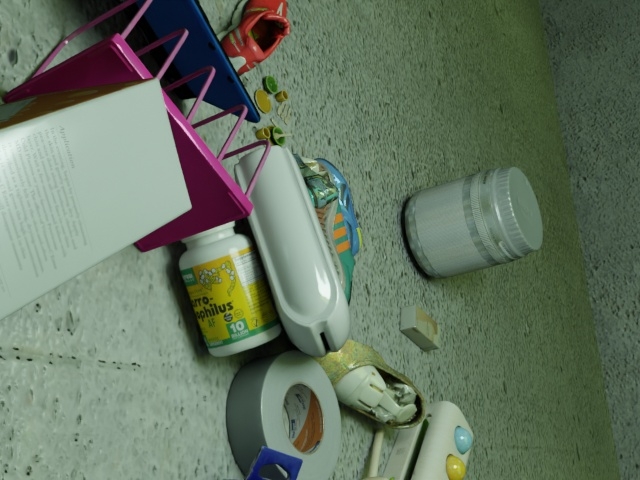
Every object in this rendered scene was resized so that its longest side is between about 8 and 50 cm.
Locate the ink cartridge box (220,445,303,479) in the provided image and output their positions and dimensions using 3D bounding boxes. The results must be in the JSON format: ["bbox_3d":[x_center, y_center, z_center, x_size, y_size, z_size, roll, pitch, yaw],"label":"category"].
[{"bbox_3d":[-0.091,0.487,1.132,0.270,0.151,0.395,35,46,-46],"label":"ink cartridge box"}]

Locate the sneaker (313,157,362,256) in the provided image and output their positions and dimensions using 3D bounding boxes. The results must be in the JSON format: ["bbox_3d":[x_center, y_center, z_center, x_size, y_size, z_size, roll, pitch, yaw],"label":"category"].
[{"bbox_3d":[0.021,-0.059,1.645,0.082,0.069,0.209,-29,102,-61],"label":"sneaker"}]

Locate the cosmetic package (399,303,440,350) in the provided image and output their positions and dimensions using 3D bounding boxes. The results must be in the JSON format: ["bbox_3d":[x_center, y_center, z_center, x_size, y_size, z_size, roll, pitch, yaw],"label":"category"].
[{"bbox_3d":[0.222,0.194,1.873,0.115,0.041,0.060,40,44,-42],"label":"cosmetic package"}]

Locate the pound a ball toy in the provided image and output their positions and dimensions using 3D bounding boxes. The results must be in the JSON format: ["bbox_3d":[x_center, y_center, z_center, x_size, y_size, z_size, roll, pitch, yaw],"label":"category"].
[{"bbox_3d":[0.194,0.434,1.622,0.208,0.136,0.319,61,33,-20],"label":"pound a ball toy"}]

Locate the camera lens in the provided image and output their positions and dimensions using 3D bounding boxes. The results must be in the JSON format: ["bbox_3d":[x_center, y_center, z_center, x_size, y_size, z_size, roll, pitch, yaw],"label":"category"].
[{"bbox_3d":[0.349,-0.039,1.962,0.219,0.274,0.219,32,50,-48],"label":"camera lens"}]

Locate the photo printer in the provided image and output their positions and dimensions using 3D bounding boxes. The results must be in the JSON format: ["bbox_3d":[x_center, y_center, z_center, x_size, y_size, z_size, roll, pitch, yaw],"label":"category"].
[{"bbox_3d":[-0.036,0.033,1.343,0.256,0.107,0.307,76,-5,-72],"label":"photo printer"}]

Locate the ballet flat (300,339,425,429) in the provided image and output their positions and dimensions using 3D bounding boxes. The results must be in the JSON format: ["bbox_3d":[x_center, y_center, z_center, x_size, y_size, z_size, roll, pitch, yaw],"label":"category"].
[{"bbox_3d":[0.092,0.270,1.538,0.348,0.123,0.123,35,47,-49],"label":"ballet flat"}]

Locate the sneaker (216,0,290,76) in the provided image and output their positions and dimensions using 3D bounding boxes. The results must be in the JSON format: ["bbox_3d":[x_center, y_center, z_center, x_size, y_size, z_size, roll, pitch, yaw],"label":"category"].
[{"bbox_3d":[-0.101,-0.388,1.564,0.107,0.118,0.279,55,35,-28],"label":"sneaker"}]

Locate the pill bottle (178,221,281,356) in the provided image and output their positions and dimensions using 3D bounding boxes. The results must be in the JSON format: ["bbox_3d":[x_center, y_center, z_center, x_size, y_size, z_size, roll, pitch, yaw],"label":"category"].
[{"bbox_3d":[-0.145,0.060,1.278,0.118,0.118,0.208,-24,96,-59],"label":"pill bottle"}]

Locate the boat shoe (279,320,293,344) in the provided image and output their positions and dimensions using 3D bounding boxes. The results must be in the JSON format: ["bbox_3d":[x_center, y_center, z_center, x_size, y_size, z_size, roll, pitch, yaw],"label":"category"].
[{"bbox_3d":[-0.036,0.169,1.478,0.125,0.038,0.046,36,28,-47],"label":"boat shoe"}]

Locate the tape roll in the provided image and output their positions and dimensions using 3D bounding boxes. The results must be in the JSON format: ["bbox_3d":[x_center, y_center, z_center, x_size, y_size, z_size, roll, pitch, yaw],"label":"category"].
[{"bbox_3d":[-0.054,0.290,1.356,0.219,0.072,0.219,31,52,-48],"label":"tape roll"}]

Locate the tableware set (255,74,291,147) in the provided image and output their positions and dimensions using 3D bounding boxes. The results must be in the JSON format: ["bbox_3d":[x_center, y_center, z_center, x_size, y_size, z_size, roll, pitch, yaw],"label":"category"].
[{"bbox_3d":[-0.089,-0.240,1.604,0.104,0.024,0.154,49,39,-34],"label":"tableware set"}]

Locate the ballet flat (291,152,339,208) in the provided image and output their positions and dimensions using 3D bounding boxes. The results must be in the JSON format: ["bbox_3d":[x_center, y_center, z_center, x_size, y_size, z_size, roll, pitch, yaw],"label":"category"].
[{"bbox_3d":[-0.021,-0.114,1.526,0.070,0.070,0.188,42,6,-41],"label":"ballet flat"}]

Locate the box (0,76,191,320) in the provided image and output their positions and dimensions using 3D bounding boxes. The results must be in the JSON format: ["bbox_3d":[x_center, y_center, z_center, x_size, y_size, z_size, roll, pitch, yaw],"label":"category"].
[{"bbox_3d":[-0.335,-0.049,0.903,0.345,0.215,0.168,-40,123,-57],"label":"box"}]

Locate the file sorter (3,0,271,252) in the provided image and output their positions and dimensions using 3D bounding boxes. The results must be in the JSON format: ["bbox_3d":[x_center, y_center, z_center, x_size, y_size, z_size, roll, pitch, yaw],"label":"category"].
[{"bbox_3d":[-0.232,-0.167,1.169,0.290,0.202,0.182,53,35,-30],"label":"file sorter"}]

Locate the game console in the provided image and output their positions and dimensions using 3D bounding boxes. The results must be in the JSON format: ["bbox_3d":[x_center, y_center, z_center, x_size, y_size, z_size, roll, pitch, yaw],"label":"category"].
[{"bbox_3d":[-0.192,-0.352,1.281,0.293,0.174,0.250,62,32,-51],"label":"game console"}]

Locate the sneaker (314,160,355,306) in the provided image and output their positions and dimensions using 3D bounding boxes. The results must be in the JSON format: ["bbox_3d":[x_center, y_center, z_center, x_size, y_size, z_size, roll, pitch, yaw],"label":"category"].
[{"bbox_3d":[0.000,0.000,1.571,0.121,0.108,0.302,58,24,-59],"label":"sneaker"}]
